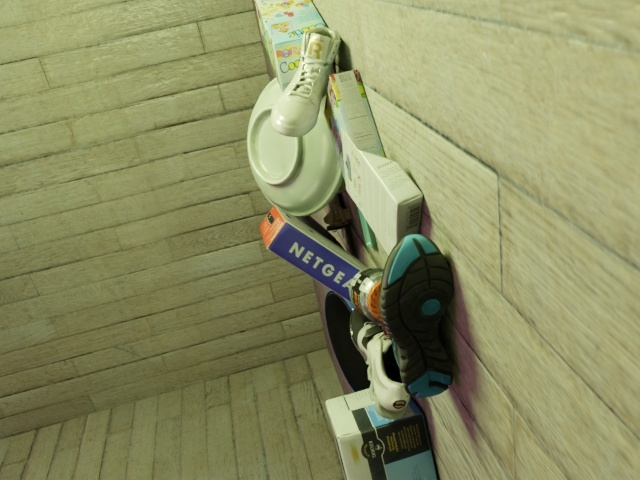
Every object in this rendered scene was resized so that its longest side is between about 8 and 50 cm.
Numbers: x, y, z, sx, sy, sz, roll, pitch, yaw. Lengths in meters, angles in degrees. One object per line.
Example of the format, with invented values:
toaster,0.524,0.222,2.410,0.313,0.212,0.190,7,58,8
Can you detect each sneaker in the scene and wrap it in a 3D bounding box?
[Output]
sneaker,0.160,0.125,1.023,0.140,0.125,0.341,-105,6,-57
sneaker,0.168,0.269,1.450,0.331,0.122,0.146,-109,25,-43
sneaker,-0.032,-0.364,1.247,0.293,0.108,0.169,-71,-5,-45

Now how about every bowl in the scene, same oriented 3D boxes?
bowl,0.116,0.316,1.765,0.391,0.077,0.391,164,90,-73

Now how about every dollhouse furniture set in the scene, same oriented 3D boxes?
dollhouse furniture set,-0.031,-0.176,1.832,0.355,0.173,0.303,128,128,-82

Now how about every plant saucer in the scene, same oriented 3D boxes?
plant saucer,-0.098,-0.261,1.562,0.400,0.100,0.401,12,106,45
plant saucer,0.113,-0.077,1.482,0.067,0.018,0.192,-144,41,-81

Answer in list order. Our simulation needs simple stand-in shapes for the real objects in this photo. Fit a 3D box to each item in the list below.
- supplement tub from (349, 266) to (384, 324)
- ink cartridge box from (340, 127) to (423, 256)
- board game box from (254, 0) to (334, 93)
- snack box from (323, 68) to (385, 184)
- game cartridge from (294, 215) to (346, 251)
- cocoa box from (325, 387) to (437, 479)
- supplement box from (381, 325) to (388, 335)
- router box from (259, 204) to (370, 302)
supplement tub,0.135,0.124,1.279,0.190,0.117,0.117,-168,63,-84
ink cartridge box,0.116,-0.092,1.104,0.189,0.066,0.232,82,167,-52
board game box,-0.069,-0.523,1.486,0.142,0.144,0.275,81,173,-46
snack box,0.069,-0.237,1.250,0.174,0.070,0.207,103,150,-76
game cartridge,0.000,0.000,1.824,0.294,0.060,0.196,40,-173,-44
cocoa box,0.172,0.597,1.526,0.231,0.227,0.347,-132,28,-78
supplement box,0.178,0.199,1.358,0.083,0.055,0.043,111,144,-79
router box,0.006,0.046,1.502,0.335,0.082,0.301,34,-176,-13
